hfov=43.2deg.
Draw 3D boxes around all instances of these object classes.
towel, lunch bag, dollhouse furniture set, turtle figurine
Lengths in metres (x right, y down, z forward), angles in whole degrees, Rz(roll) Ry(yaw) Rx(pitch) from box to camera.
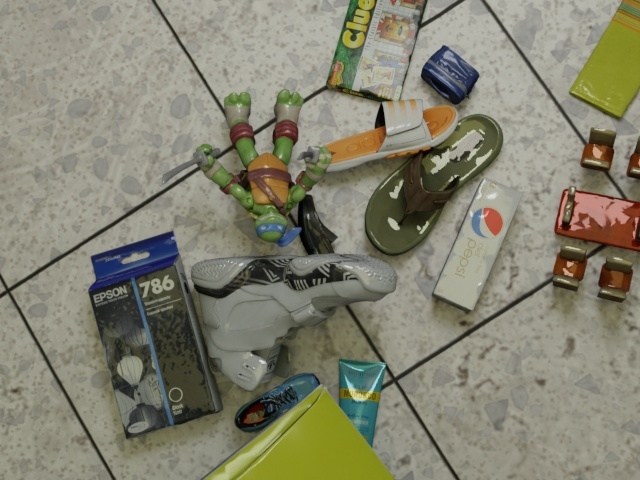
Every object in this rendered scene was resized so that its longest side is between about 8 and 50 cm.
[{"bbox_3d":[0.535,-0.333,1.405,0.102,0.021,0.237,31,87,14],"label":"towel"},{"bbox_3d":[0.224,-0.280,1.398,0.098,0.067,0.065,41,88,7],"label":"lunch bag"},{"bbox_3d":[0.522,-0.023,1.329,0.259,0.135,0.262,14,84,18],"label":"dollhouse furniture set"},{"bbox_3d":[-0.091,-0.151,1.299,0.197,0.274,0.266,-24,50,22],"label":"turtle figurine"}]

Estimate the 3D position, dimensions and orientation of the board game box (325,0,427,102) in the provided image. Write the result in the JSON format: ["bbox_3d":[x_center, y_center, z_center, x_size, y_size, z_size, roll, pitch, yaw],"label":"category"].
[{"bbox_3d":[0.109,-0.380,1.442,0.136,0.030,0.260,15,84,9],"label":"board game box"}]

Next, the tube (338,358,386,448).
[{"bbox_3d":[0.061,0.304,1.349,0.080,0.052,0.207,6,77,-1],"label":"tube"}]

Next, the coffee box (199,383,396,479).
[{"bbox_3d":[-0.060,0.465,1.132,0.338,0.334,0.338,-34,80,-29],"label":"coffee box"}]

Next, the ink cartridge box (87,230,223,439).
[{"bbox_3d":[-0.292,0.156,1.388,0.165,0.065,0.333,-18,80,3],"label":"ink cartridge box"}]

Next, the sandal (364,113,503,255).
[{"bbox_3d":[0.186,-0.106,1.368,0.120,0.086,0.303,42,88,9],"label":"sandal"}]

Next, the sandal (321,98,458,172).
[{"bbox_3d":[0.104,-0.188,1.372,0.265,0.076,0.102,-18,38,3],"label":"sandal"}]

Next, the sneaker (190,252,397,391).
[{"bbox_3d":[-0.044,0.129,1.301,0.365,0.137,0.210,-2,92,28],"label":"sneaker"}]

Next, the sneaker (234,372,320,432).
[{"bbox_3d":[-0.071,0.276,1.346,0.162,0.073,0.063,-31,81,0],"label":"sneaker"}]

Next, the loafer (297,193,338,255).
[{"bbox_3d":[0.000,0.000,1.389,0.061,0.062,0.170,-12,89,-9],"label":"loafer"}]

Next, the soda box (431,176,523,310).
[{"bbox_3d":[0.262,0.008,1.356,0.074,0.069,0.216,24,84,7],"label":"soda box"}]
